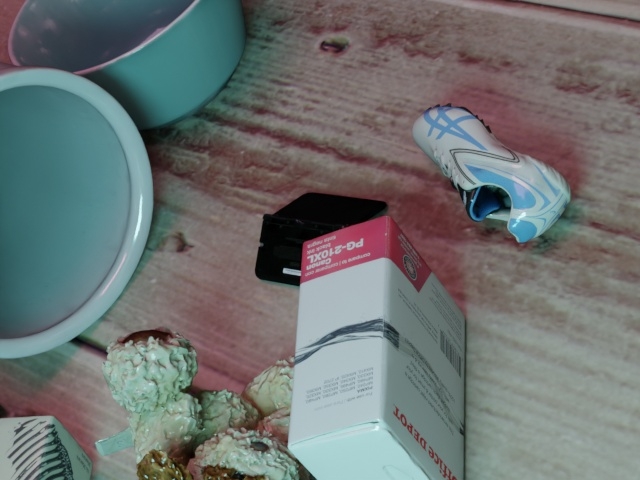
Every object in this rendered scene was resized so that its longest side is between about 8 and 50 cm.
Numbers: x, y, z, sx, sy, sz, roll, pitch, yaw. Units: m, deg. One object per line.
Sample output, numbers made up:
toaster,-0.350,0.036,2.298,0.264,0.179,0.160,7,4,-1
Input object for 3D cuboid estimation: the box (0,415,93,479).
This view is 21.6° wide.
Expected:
box,-0.310,0.318,1.666,0.094,0.113,0.275,-6,54,17

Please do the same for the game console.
game console,0.000,0.000,1.831,0.122,0.071,0.107,8,88,42

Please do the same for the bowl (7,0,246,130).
bowl,-0.218,-0.256,2.103,0.311,0.163,0.312,-19,41,17

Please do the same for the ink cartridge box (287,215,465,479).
ink cartridge box,0.056,0.127,1.546,0.100,0.172,0.237,-18,45,23

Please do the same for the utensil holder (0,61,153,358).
utensil holder,-0.439,-0.065,1.984,0.385,0.327,0.328,17,64,48

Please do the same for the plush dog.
plush dog,-0.090,0.224,1.560,0.211,0.262,0.225,-66,25,19

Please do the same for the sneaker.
sneaker,0.159,-0.072,1.724,0.086,0.085,0.237,-41,39,-10
